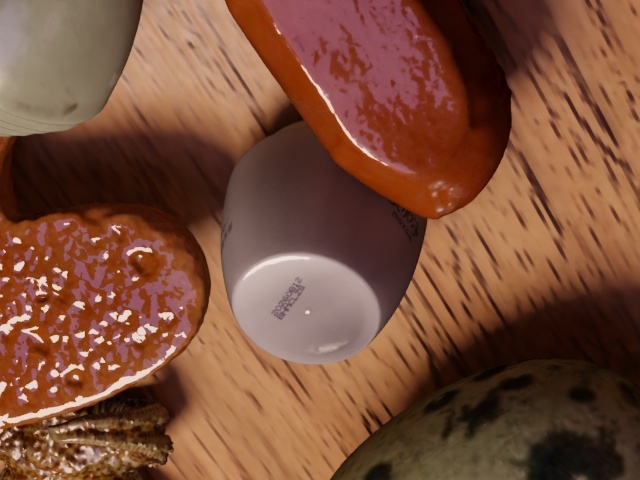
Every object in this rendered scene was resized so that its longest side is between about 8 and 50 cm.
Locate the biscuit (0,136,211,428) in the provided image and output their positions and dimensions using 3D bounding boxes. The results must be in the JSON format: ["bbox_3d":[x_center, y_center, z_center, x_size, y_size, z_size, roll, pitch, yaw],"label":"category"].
[{"bbox_3d":[-0.153,-0.009,0.866,0.186,0.036,0.192,-19,101,17],"label":"biscuit"}]

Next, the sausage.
[{"bbox_3d":[0.017,-0.088,0.772,0.089,0.089,0.179,-26,111,28],"label":"sausage"}]

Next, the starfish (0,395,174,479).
[{"bbox_3d":[-0.148,0.105,0.966,0.146,0.074,0.190,11,126,2],"label":"starfish"}]

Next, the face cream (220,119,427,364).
[{"bbox_3d":[0.000,0.000,0.838,0.091,0.095,0.091,5,130,5],"label":"face cream"}]

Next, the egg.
[{"bbox_3d":[0.084,0.153,0.901,0.177,0.177,0.228,27,116,-13],"label":"egg"}]

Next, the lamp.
[{"bbox_3d":[-0.102,-0.122,0.759,0.106,0.106,0.193,32,119,-16],"label":"lamp"}]
